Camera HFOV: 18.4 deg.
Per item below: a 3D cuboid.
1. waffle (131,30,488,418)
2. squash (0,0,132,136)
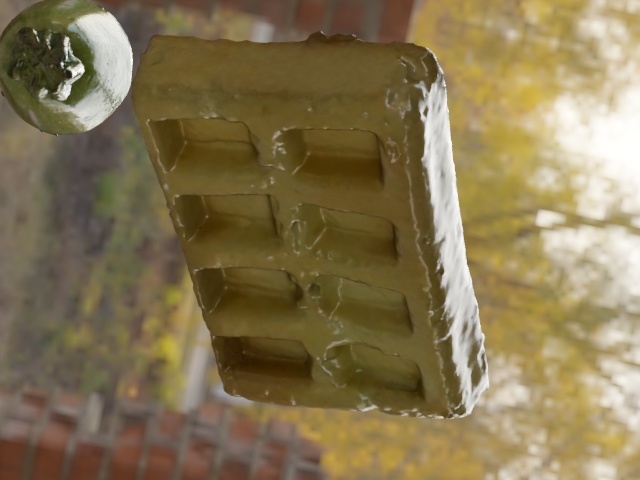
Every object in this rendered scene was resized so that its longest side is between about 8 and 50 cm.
[{"bbox_3d":[0.000,0.000,1.132,0.274,0.168,0.057,77,28,-42],"label":"waffle"},{"bbox_3d":[-0.196,-0.128,1.402,0.132,0.105,0.105,-10,112,-84],"label":"squash"}]
